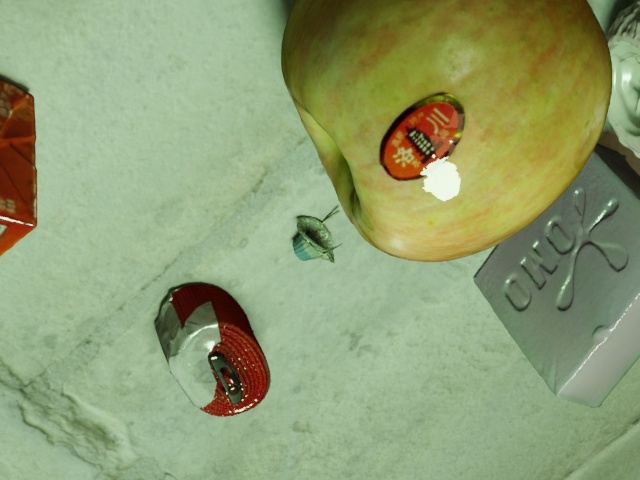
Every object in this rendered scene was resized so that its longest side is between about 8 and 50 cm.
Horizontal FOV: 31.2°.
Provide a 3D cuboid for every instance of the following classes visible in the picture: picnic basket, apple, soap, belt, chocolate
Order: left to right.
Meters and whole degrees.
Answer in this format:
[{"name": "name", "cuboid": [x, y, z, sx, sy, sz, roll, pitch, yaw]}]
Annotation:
[{"name": "chocolate", "cuboid": [-0.441, -0.100, 1.264, 0.237, 0.235, 0.108, 19, 127, -32]}, {"name": "belt", "cuboid": [-0.149, 0.164, 1.644, 0.128, 0.124, 0.201, -29, 131, -2]}, {"name": "picnic basket", "cuboid": [0.000, 0.000, 1.622, 0.083, 0.065, 0.083, -30, 128, 23]}, {"name": "apple", "cuboid": [0.145, -0.185, 1.343, 0.346, 0.391, 0.391, -31, 131, -8]}, {"name": "soap", "cuboid": [0.392, 0.044, 1.669, 0.107, 0.285, 0.296, 16, 116, -33]}]

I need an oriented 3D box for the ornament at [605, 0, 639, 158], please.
[{"name": "ornament", "cuboid": [0.507, -0.220, 1.536, 0.225, 0.259, 0.259, -15, 129, -16]}]
